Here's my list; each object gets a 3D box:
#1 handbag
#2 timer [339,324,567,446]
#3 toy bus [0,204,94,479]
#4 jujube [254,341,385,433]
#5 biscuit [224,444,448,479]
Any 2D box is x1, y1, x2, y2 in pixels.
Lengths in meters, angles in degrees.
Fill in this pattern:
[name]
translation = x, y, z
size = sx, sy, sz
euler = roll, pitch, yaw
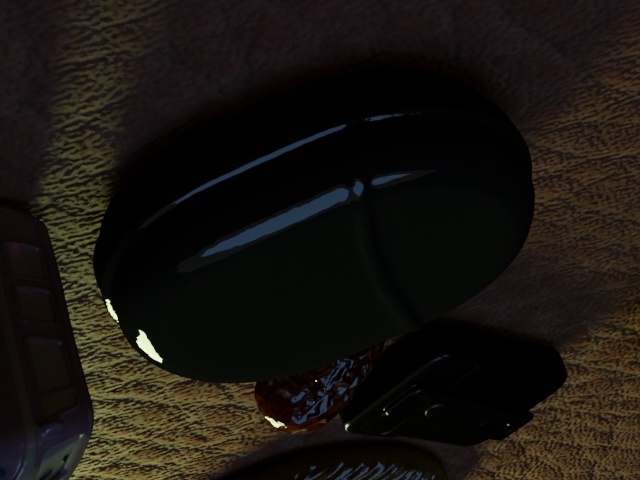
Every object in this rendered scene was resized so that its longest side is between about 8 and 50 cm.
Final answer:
[handbag]
translation = 0.000, 0.001, 0.982
size = 0.308, 0.093, 0.254
euler = -22, 147, 7
[timer]
translation = 0.123, 0.139, 1.286
size = 0.187, 0.055, 0.144
euler = 14, 136, -40
[toy bus]
translation = -0.230, 0.088, 0.902
size = 0.142, 0.202, 0.142
euler = 1, 144, -30
[jujube]
translation = 0.002, 0.101, 1.159
size = 0.077, 0.077, 0.129
euler = 17, 123, -42
[biscuit]
translation = -0.016, 0.299, 1.476
size = 0.318, 0.040, 0.318
euler = -12, 148, -8
